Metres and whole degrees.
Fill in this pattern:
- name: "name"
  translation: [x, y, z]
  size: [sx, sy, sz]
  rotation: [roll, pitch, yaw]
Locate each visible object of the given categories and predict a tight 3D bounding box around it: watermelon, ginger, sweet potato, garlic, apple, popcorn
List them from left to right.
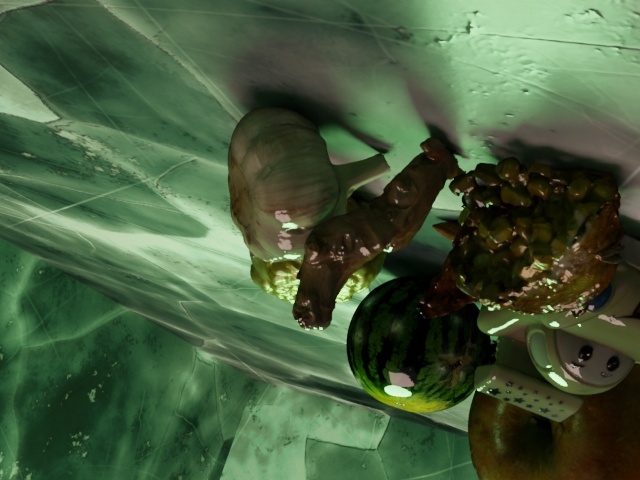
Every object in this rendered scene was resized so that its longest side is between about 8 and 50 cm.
- name: "garlic"
  translation: [-0.012, -0.075, 1.358]
  size: [0.212, 0.219, 0.218]
  rotation: [-12, 173, -16]
- name: "popcorn"
  translation: [0.000, 0.000, 1.587]
  size: [0.225, 0.174, 0.286]
  rotation: [2, 152, 5]
- name: "ginger"
  translation: [0.061, -0.011, 1.278]
  size: [0.084, 0.290, 0.122]
  rotation: [44, -179, 26]
- name: "watermelon"
  translation: [0.177, 0.189, 1.862]
  size: [0.268, 0.269, 0.269]
  rotation: [18, 165, 5]
- name: "sweet potato"
  translation: [0.211, -0.011, 1.532]
  size: [0.095, 0.034, 0.034]
  rotation: [22, 169, 33]
- name: "apple"
  translation: [0.451, 0.326, 1.766]
  size: [0.374, 0.384, 0.374]
  rotation: [26, -162, -9]

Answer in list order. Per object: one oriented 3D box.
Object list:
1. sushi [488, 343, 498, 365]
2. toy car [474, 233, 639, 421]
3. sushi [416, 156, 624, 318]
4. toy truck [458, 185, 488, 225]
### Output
- name: "sushi"
  translation: [0.471, 0.355, 2.145]
  size: [0.227, 0.213, 0.215]
  rotation: [31, 161, -35]
- name: "toy car"
  translation: [0.377, 0.127, 1.439]
  size: [0.242, 0.226, 0.336]
  rotation: [23, 166, -13]
- name: "sushi"
  translation: [0.246, 0.005, 1.260]
  size: [0.179, 0.167, 0.296]
  rotation: [13, 164, -30]
- name: "toy truck"
  translation: [0.233, -0.033, 1.384]
  size: [0.083, 0.054, 0.049]
  rotation: [22, 164, -14]
